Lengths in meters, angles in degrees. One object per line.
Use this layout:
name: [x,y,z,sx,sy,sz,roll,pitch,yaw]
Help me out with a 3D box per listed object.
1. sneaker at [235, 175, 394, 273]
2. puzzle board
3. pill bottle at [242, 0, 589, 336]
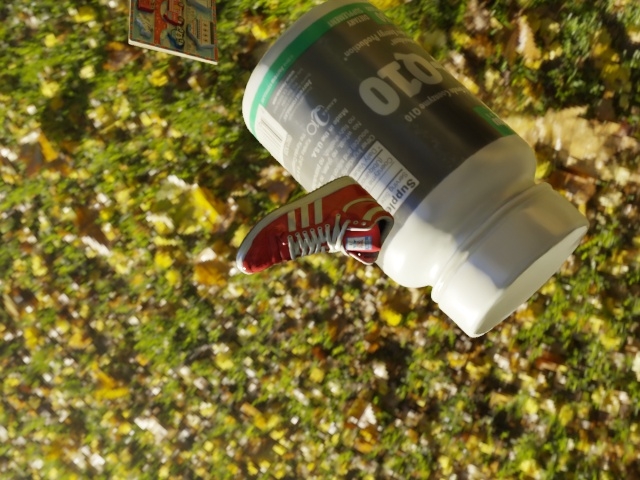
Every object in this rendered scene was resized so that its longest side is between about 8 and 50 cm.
sneaker: [0.000,0.000,0.701,0.067,0.118,0.042,41,153,35]
puzzle board: [-0.159,-0.247,1.035,0.097,0.128,0.011,10,138,-20]
pill bottle: [0.100,-0.081,1.037,0.361,0.204,0.204,46,127,18]
